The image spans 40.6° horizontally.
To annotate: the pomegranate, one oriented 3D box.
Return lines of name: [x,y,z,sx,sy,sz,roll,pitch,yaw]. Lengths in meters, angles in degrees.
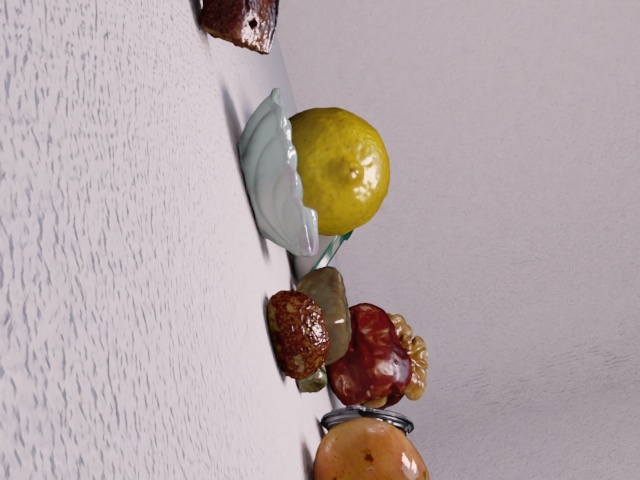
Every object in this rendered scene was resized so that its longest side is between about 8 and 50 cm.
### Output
pomegranate: [0.076,0.368,1.350,0.191,0.191,0.191,-14,90,-87]

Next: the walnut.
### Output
walnut: [0.127,0.266,2.030,0.222,0.243,0.269,70,3,-56]

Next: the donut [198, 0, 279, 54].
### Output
donut: [-0.140,-0.400,1.362,0.126,0.144,0.187,3,99,-65]

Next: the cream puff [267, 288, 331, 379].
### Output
cream puff: [-0.030,0.139,1.331,0.149,0.084,0.149,-12,90,-88]

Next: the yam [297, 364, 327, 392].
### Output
yam: [-0.024,0.193,1.484,0.054,0.054,0.132,69,7,-62]

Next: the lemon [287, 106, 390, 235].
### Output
lemon: [0.007,-0.135,1.694,0.310,0.253,0.254,-143,-144,-71]

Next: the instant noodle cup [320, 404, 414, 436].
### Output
instant noodle cup: [0.086,0.400,1.620,0.208,0.177,0.126,39,46,-47]

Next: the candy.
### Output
candy: [0.004,0.144,1.676,0.234,0.102,0.104,-94,172,-64]

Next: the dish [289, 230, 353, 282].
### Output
dish: [0.000,0.000,1.869,0.246,0.078,0.224,-45,167,-54]

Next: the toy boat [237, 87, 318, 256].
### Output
toy boat: [-0.074,-0.108,1.464,0.199,0.100,0.290,23,52,-85]
